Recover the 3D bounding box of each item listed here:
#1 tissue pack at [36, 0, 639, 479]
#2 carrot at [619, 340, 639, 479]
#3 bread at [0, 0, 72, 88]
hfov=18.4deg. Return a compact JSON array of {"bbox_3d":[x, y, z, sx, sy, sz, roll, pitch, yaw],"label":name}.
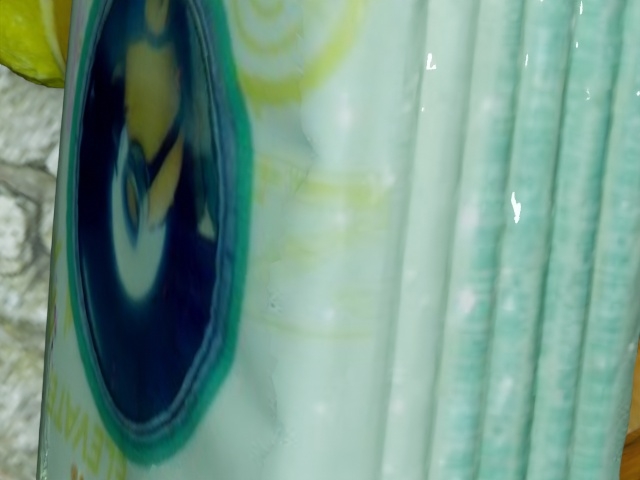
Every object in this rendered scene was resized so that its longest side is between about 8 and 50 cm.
[{"bbox_3d":[0.000,0.000,0.744,0.162,0.287,0.388,0,104,-23],"label":"tissue pack"},{"bbox_3d":[0.111,0.005,0.866,0.159,0.159,0.225,-34,63,5],"label":"carrot"},{"bbox_3d":[-0.074,-0.228,0.930,0.333,0.160,0.333,-2,81,11],"label":"bread"}]
